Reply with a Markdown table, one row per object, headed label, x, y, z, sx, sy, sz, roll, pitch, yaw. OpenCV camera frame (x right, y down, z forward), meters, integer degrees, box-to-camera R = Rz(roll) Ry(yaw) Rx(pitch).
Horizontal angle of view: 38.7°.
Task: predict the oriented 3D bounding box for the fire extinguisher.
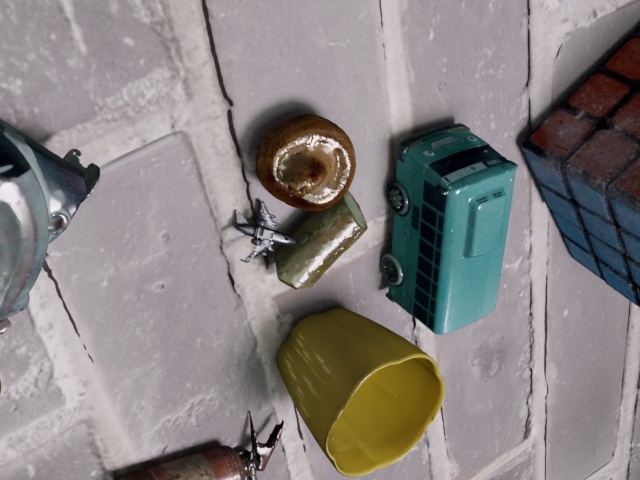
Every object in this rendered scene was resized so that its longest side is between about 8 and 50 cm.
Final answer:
| label | x | y | z | sx | sy | sz | roll | pitch | yaw |
| --- | --- | --- | --- | --- | --- | --- | --- | --- | --- |
| fire extinguisher | -0.154 | 0.314 | 1.252 | 0.252 | 0.075 | 0.106 | -11 | 124 | -32 |

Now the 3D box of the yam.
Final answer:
| label | x | y | z | sx | sy | sz | roll | pitch | yaw |
| --- | --- | --- | --- | --- | --- | --- | --- | --- | --- |
| yam | 0.000 | 0.000 | 1.164 | 0.146 | 0.070 | 0.070 | -46 | 136 | -2 |

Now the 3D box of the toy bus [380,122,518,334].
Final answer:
| label | x | y | z | sx | sy | sz | roll | pitch | yaw |
| --- | --- | --- | --- | --- | --- | --- | --- | --- | --- |
| toy bus | 0.175 | -0.013 | 1.233 | 0.128 | 0.147 | 0.256 | -20 | 130 | -28 |

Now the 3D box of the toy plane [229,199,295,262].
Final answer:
| label | x | y | z | sx | sy | sz | roll | pitch | yaw |
| --- | --- | --- | --- | --- | --- | --- | --- | --- | --- |
| toy plane | -0.069 | -0.007 | 1.115 | 0.083 | 0.031 | 0.078 | 15 | 87 | -16 |

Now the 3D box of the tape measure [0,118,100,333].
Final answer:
| label | x | y | z | sx | sy | sz | roll | pitch | yaw |
| --- | --- | --- | --- | --- | --- | --- | --- | --- | --- |
| tape measure | -0.369 | -0.019 | 0.810 | 0.275 | 0.147 | 0.256 | -51 | 135 | 1 |

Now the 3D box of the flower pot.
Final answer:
| label | x | y | z | sx | sy | sz | roll | pitch | yaw |
| --- | --- | --- | --- | --- | --- | --- | --- | --- | --- |
| flower pot | 0.040 | 0.191 | 1.243 | 0.195 | 0.179 | 0.195 | -20 | 128 | -28 |

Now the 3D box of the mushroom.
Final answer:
| label | x | y | z | sx | sy | sz | roll | pitch | yaw |
| --- | --- | --- | --- | --- | --- | --- | --- | --- | --- |
| mushroom | -0.018 | -0.090 | 1.078 | 0.126 | 0.085 | 0.109 | 42 | 60 | -31 |

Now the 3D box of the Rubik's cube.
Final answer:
| label | x | y | z | sx | sy | sz | roll | pitch | yaw |
| --- | --- | --- | --- | --- | --- | --- | --- | --- | --- |
| Rubik's cube | 0.561 | -0.087 | 1.337 | 0.344 | 0.344 | 0.337 | -42 | 134 | -5 |
